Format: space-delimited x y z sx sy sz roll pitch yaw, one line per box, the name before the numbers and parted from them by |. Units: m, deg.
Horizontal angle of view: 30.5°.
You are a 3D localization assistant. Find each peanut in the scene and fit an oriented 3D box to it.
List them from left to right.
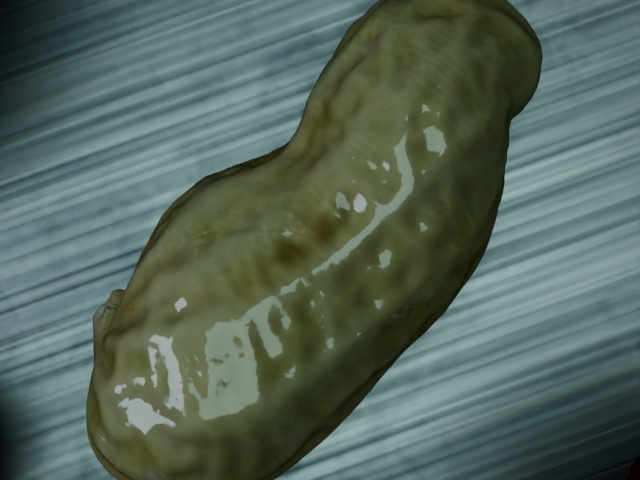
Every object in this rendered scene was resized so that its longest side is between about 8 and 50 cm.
peanut | 0.000 0.000 0.628 0.153 0.140 0.325 34 85 18

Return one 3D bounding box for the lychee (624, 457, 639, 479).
lychee | 0.288 0.263 0.485 0.500 0.424 0.424 25 86 -27
